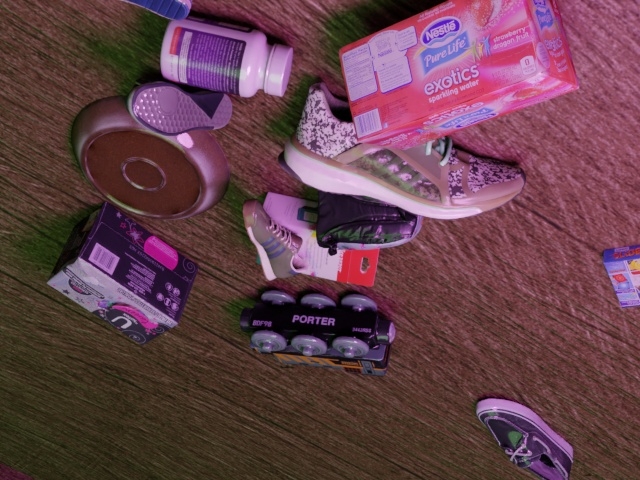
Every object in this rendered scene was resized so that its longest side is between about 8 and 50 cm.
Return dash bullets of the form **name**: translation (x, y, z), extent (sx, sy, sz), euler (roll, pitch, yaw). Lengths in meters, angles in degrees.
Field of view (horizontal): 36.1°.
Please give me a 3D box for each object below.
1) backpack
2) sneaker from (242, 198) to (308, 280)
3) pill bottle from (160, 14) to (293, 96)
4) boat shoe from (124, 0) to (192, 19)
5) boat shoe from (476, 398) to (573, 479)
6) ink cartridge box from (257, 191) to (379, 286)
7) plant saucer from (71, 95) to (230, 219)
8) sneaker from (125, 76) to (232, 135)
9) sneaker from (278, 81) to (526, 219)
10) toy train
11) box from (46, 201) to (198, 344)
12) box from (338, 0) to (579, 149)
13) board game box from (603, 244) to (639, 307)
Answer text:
- **backpack**: translation (0.090, -0.052, 1.729), extent (0.182, 0.115, 0.151), euler (2, 97, 13)
- **sneaker**: translation (-0.075, -0.004, 1.781), extent (0.086, 0.064, 0.192), euler (-5, 134, 13)
- **pill bottle**: translation (-0.146, -0.287, 1.551), extent (0.194, 0.108, 0.108), euler (13, 141, 4)
- **boat shoe**: translation (-0.280, -0.401, 1.493), extent (0.183, 0.066, 0.066), euler (26, 142, -21)
- **boat shoe**: translation (0.465, 0.466, 2.238), extent (0.301, 0.102, 0.108), euler (39, 135, -26)
- **ink cartridge box**: translation (0.000, 0.000, 1.863), extent (0.231, 0.078, 0.134), euler (12, 140, 5)
- **plant saucer**: translation (-0.325, -0.137, 1.837), extent (0.311, 0.050, 0.310), euler (9, 139, 8)
- **sneaker**: translation (-0.276, -0.222, 1.607), extent (0.163, 0.086, 0.226), euler (14, -171, 30)
- **sneaker**: translation (0.141, -0.156, 1.599), extent (0.411, 0.158, 0.182), euler (10, 123, -1)
- **toy train**: translation (0.000, 0.201, 2.065), extent (0.334, 0.142, 0.190), euler (2, 148, 16)
- **box**: translation (-0.404, 0.073, 2.018), extent (0.247, 0.163, 0.142), euler (37, 135, -23)
- **box**: translation (0.193, -0.249, 1.414), extent (0.300, 0.154, 0.142), euler (-18, 169, 34)
- **board game box**: translation (0.624, 0.058, 1.757), extent (0.201, 0.035, 0.136), euler (-9, 135, 27)
